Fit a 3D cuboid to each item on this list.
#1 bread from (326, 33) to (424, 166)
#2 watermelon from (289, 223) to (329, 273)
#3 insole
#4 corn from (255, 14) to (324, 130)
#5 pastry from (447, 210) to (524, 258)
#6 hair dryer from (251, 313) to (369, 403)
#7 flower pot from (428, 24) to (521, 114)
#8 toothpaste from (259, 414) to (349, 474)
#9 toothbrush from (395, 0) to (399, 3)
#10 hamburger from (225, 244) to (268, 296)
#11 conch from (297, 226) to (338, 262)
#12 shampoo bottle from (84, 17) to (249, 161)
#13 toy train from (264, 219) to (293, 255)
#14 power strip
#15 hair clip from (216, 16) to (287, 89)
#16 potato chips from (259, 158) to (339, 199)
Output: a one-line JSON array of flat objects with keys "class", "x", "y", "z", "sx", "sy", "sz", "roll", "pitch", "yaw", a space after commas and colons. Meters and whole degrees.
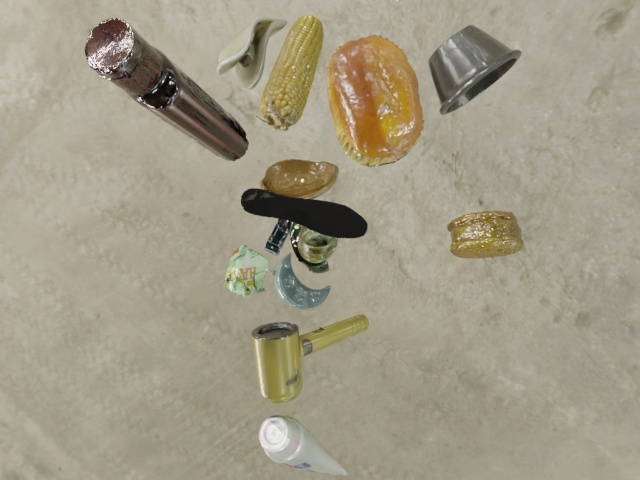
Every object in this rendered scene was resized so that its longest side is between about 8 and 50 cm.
[{"class": "bread", "x": 0.081, "y": -0.211, "z": 0.630, "sx": 0.132, "sy": 0.114, "sz": 0.191, "roll": -18, "pitch": 91, "yaw": -1}, {"class": "watermelon", "x": -0.045, "y": 0.022, "z": 1.738, "sx": 0.123, "sy": 0.129, "sz": 0.301, "roll": -24, "pitch": 103, "yaw": 18}, {"class": "insole", "x": -0.028, "y": -0.053, "z": 0.795, "sx": 0.253, "sy": 0.005, "sz": 0.086, "roll": 14, "pitch": 131, "yaw": -8}, {"class": "corn", "x": -0.064, "y": -0.406, "z": 0.987, "sx": 0.106, "sy": 0.106, "sz": 0.305, "roll": 11, "pitch": 71, "yaw": 12}, {"class": "pastry", "x": 0.435, "y": -0.011, "z": 1.100, "sx": 0.188, "sy": 0.188, "sz": 0.103, "roll": -6, "pitch": 75, "yaw": 17}, {"class": "hair dryer", "x": -0.007, "y": 0.221, "z": 0.855, "sx": 0.090, "sy": 0.278, "sz": 0.135, "roll": 4, "pitch": 102, "yaw": 52}, {"class": "flower pot", "x": 0.433, "y": -0.521, "z": 1.228, "sx": 0.269, "sy": 0.269, "sz": 0.166, "roll": -33, "pitch": 86, "yaw": 23}, {"class": "toothpaste", "x": -0.011, "y": 0.195, "z": 0.377, "sx": 0.052, "sy": 0.033, "sz": 0.218, "roll": 5, "pitch": 147, "yaw": 16}, {"class": "toothbrush", "x": 0.117, "y": -0.721, "z": 0.962, "sx": 0.029, "sy": 0.024, "sz": 0.354, "roll": -25, "pitch": 90, "yaw": 16}, {"class": "hamburger", "x": -0.330, "y": 0.156, "z": 1.862, "sx": 0.125, "sy": 0.214, "sz": 0.235, "roll": 1, "pitch": 153, "yaw": 28}, {"class": "conch", "x": 0.001, "y": 0.002, "z": 1.455, "sx": 0.187, "sy": 0.181, "sz": 0.124, "roll": 16, "pitch": 140, "yaw": 41}, {"class": "shampoo bottle", "x": -0.225, "y": -0.222, "z": 0.661, "sx": 0.084, "sy": 0.323, "sz": 0.129, "roll": -44, "pitch": 78, "yaw": 5}, {"class": "toy train", "x": -0.099, "y": -0.067, "z": 1.248, "sx": 0.052, "sy": 0.051, "sz": 0.234, "roll": 25, "pitch": 78, "yaw": -4}, {"class": "power strip", "x": -0.075, "y": 0.132, "z": 1.255, "sx": 0.216, "sy": 0.137, "sz": 0.044, "roll": 39, "pitch": 153, "yaw": -17}, {"class": "hair clip", "x": -0.210, "y": -0.541, "z": 1.172, "sx": 0.172, "sy": 0.282, "sz": 0.113, "roll": -21, "pitch": 137, "yaw": 37}, {"class": "potato chips", "x": -0.053, "y": -0.152, "z": 1.102, "sx": 0.208, "sy": 0.195, "sz": 0.062, "roll": -24, "pitch": 134, "yaw": -17}]
